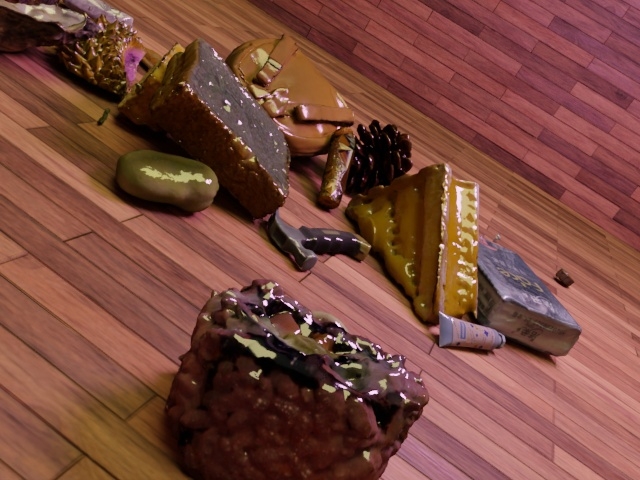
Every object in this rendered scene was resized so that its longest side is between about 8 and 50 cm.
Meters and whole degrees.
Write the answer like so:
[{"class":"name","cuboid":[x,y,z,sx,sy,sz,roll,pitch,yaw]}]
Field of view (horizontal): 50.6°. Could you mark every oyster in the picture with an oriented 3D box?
[{"class":"oyster","cuboid":[-0.571,-0.419,1.316,0.270,0.101,0.275,-3,15,-8]}]

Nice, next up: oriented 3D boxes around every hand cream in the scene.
[{"class":"hand cream","cuboid":[0.281,0.178,1.271,0.170,0.043,0.065,14,68,-34]}]

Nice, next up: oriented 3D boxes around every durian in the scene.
[{"class":"durian","cuboid":[-0.480,-0.426,1.484,0.191,0.112,0.341,26,24,-18]}]

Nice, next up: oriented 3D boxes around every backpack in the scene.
[{"class":"backpack","cuboid":[-0.104,-0.339,1.656,0.353,0.201,0.378,50,32,9]}]

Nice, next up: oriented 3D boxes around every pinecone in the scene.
[{"class":"pinecone","cuboid":[0.127,-0.200,1.697,0.207,0.208,0.208,27,22,-12]}]

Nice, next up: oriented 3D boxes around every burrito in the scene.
[{"class":"burrito","cuboid":[-0.592,-0.610,1.801,0.203,0.064,0.064,24,23,-19]}]

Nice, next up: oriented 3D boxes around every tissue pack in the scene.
[{"class":"tissue pack","cuboid":[0.406,0.107,1.508,0.227,0.103,0.316,20,24,-22]}]

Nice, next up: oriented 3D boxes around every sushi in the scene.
[{"class":"sushi","cuboid":[-0.029,0.159,0.741,0.270,0.171,0.236,29,22,6]}]

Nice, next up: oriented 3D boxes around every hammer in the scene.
[{"class":"hammer","cuboid":[0.000,0.000,1.292,0.226,0.041,0.159,5,35,-46]}]

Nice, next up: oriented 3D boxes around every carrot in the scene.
[{"class":"carrot","cuboid":[0.038,-0.167,1.558,0.068,0.069,0.229,25,54,-16]}]

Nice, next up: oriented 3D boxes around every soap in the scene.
[{"class":"soap","cuboid":[0.177,0.041,1.439,0.169,0.304,0.339,23,62,-33]}]

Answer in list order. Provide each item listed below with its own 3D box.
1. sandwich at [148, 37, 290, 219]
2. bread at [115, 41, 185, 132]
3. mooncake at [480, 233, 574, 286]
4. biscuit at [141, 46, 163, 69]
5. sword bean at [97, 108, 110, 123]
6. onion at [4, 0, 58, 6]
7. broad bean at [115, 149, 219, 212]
[{"class":"sandwich","cuboid":[-0.172,-0.215,1.274,0.301,0.099,0.271,47,26,-30]},{"class":"bread","cuboid":[-0.308,-0.300,1.378,0.139,0.143,0.229,38,31,-17]},{"class":"mooncake","cuboid":[0.595,0.052,1.937,0.346,0.057,0.150,26,10,-5]},{"class":"biscuit","cuboid":[-0.392,-0.431,1.723,0.247,0.029,0.118,43,18,27]},{"class":"sword bean","cuboid":[-0.415,-0.237,1.298,0.012,0.012,0.083,24,22,-17]},{"class":"onion","cuboid":[-0.704,-0.657,1.508,0.282,0.260,0.336,42,23,12]},{"class":"broad bean","cuboid":[-0.252,-0.105,1.132,0.174,0.082,0.124,19,22,-29]}]
